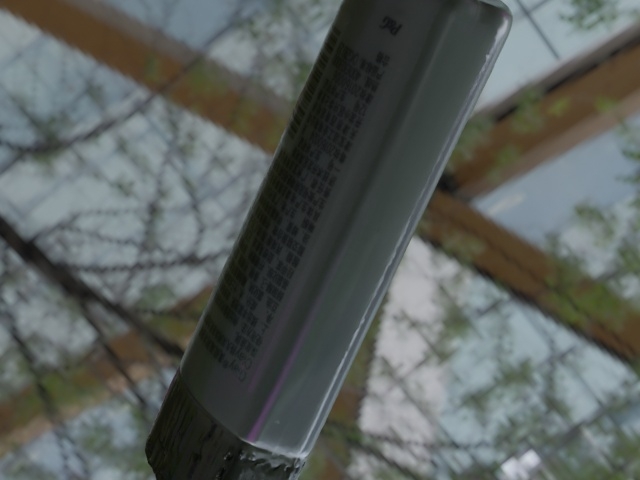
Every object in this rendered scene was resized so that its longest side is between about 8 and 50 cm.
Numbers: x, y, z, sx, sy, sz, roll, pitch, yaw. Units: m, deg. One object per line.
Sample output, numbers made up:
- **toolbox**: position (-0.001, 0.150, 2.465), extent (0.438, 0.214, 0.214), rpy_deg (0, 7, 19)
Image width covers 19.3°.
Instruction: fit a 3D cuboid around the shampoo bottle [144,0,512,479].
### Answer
- **shampoo bottle**: position (0.000, 0.000, 0.733), extent (0.227, 0.056, 0.086), rpy_deg (-66, -156, 13)
